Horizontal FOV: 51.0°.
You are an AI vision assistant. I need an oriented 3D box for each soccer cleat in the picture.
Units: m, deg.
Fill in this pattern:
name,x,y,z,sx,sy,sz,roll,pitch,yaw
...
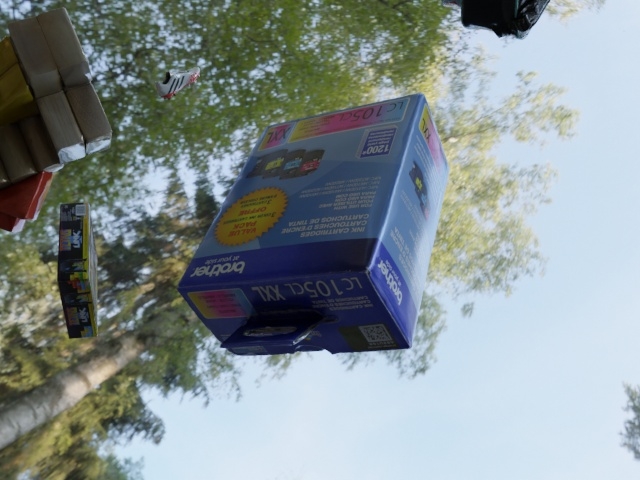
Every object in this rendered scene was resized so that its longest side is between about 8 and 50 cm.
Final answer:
name,x,y,z,sx,sy,sz,roll,pitch,yaw
soccer cleat,-0.221,-0.252,1.044,0.029,0.083,0.035,19,-36,44

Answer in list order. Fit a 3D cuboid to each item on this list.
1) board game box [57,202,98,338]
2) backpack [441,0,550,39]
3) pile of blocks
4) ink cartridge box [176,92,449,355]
name,x,y,z,sx,sy,sz,roll,pitch,yaw
board game box,-0.385,0.047,1.070,0.048,0.170,0.141,-3,-45,-16
backpack,0.218,-0.349,0.765,0.144,0.166,0.188,29,-106,30
pile of blocks,-0.303,-0.045,0.545,0.362,0.149,0.112,-25,-92,34
ink cartridge box,0.000,0.000,0.875,0.270,0.395,0.151,-7,-46,29
